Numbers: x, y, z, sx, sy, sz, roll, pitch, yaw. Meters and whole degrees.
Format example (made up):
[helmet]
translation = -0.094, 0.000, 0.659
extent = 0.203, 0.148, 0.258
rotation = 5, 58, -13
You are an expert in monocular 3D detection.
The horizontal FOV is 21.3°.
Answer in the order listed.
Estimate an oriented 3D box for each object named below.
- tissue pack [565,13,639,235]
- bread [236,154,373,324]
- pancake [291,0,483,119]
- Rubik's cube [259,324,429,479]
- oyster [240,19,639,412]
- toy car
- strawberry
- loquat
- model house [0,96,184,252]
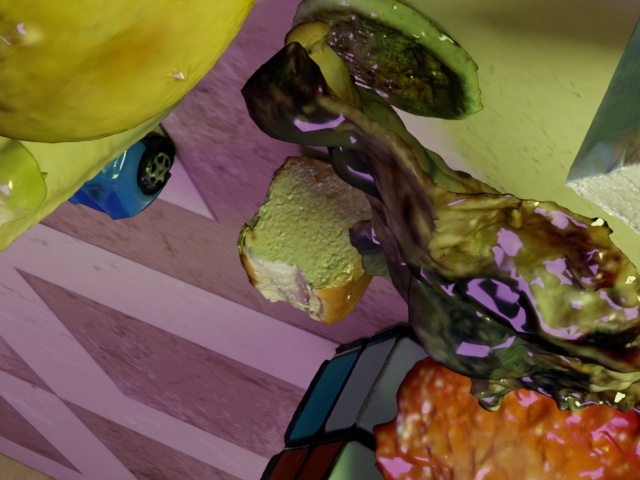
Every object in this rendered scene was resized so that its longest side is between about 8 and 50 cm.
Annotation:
[tissue pack]
translation = 0.147, -0.045, 0.629
extent = 0.074, 0.094, 0.058
rotation = 34, 156, -18
[bread]
translation = 0.002, 0.001, 0.985
extent = 0.076, 0.083, 0.070
rotation = 21, 164, 21
[pancake]
translation = 0.031, -0.089, 0.807
extent = 0.108, 0.017, 0.108
rotation = 22, 162, 7
[Rubik's cube]
translation = 0.060, 0.184, 1.235
extent = 0.167, 0.180, 0.183
rotation = 33, 159, -12
[oyster]
translation = 0.071, 0.008, 0.796
extent = 0.221, 0.096, 0.361
rotation = 45, -179, 11
[toy car]
translation = -0.165, -0.080, 1.038
extent = 0.103, 0.063, 0.216
rotation = 20, 160, 26
[strawberry]
translation = 0.162, 0.148, 1.049
extent = 0.234, 0.234, 0.178
rotation = 13, -165, 39
[loquat]
translation = -0.119, -0.133, 0.616
extent = 0.213, 0.213, 0.213
rotation = 26, 162, 9
[model house]
translation = -0.192, -0.066, 0.855
extent = 0.234, 0.193, 0.175
rotation = 18, 131, 30
